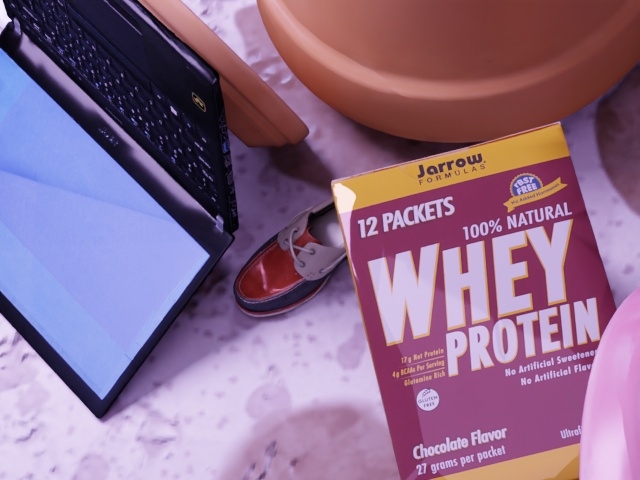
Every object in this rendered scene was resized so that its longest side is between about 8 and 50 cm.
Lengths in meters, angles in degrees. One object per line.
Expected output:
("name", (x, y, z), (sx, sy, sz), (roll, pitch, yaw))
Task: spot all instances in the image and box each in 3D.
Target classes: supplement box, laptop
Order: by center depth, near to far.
("supplement box", (0.099, 0.070, 0.852), (0.129, 0.194, 0.191), (-14, 68, 4))
("laptop", (-0.174, -0.059, 0.923), (0.136, 0.264, 0.234), (-40, 68, -19))

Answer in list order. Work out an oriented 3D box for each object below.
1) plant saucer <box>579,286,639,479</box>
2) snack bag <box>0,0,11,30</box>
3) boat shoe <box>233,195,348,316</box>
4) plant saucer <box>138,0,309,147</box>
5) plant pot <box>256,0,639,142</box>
("plant saucer", (0.239, 0.169, 0.721), (0.084, 0.332, 0.332), (-20, 64, 33))
("snack bag", (-0.198, -0.315, 1.134), (0.342, 0.037, 0.323), (41, 80, 20))
("boat shoe", (0.000, 0.000, 0.977), (0.137, 0.043, 0.049), (-32, 70, -3))
("plant saucer", (-0.090, -0.125, 0.958), (0.200, 0.200, 0.037), (43, 91, 21))
("plant pot", (0.081, -0.230, 0.921), (0.291, 0.203, 0.290), (-3, 70, 9))
